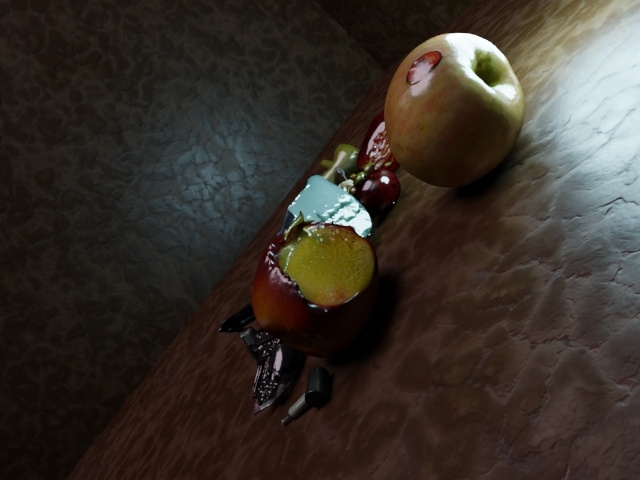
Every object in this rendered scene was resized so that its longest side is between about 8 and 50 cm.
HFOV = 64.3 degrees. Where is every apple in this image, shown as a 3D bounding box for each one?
[{"bbox_3d":[0.359,-0.345,1.408,0.346,0.391,0.391,-44,14,50],"label":"apple"}]

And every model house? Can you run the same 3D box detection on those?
[{"bbox_3d":[0.000,0.000,1.851,0.252,0.294,0.329,-54,-8,-41],"label":"model house"}]

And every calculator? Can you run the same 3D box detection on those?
[{"bbox_3d":[-0.262,0.278,2.024,0.274,0.058,0.248,-32,-7,-2],"label":"calculator"}]

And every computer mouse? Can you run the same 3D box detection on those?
[{"bbox_3d":[-0.255,0.380,1.932,0.071,0.126,0.231,-32,6,-13],"label":"computer mouse"}]

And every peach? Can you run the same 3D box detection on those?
[{"bbox_3d":[-0.017,0.139,1.403,0.406,0.334,0.310,-78,5,-53],"label":"peach"}]

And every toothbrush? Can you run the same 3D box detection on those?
[{"bbox_3d":[0.129,-0.250,2.314,0.024,0.029,0.354,-56,29,22],"label":"toothbrush"}]

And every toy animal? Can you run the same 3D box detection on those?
[{"bbox_3d":[0.069,-0.318,2.559,0.363,0.181,0.180,-48,17,7],"label":"toy animal"}]

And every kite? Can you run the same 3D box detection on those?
[{"bbox_3d":[-0.145,0.412,1.702,0.204,0.022,0.360,-43,17,18],"label":"kite"}]

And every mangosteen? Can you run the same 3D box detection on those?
[{"bbox_3d":[0.191,-0.187,1.853,0.200,0.200,0.200,-46,15,16],"label":"mangosteen"}]

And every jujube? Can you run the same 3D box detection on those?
[{"bbox_3d":[0.283,-0.408,2.136,0.318,0.223,0.223,-58,15,0],"label":"jujube"}]

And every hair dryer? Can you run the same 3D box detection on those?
[{"bbox_3d":[-0.049,0.425,1.346,0.198,0.057,0.100,-50,12,24],"label":"hair dryer"}]

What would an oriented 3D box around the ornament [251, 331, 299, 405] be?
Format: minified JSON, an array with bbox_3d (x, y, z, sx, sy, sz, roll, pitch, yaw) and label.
[{"bbox_3d":[-0.154,0.401,1.594,0.251,0.106,0.261,-36,32,51],"label":"ornament"}]

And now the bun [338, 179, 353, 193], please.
[{"bbox_3d":[0.131,-0.165,2.045,0.259,0.160,0.259,-44,14,15],"label":"bun"}]
